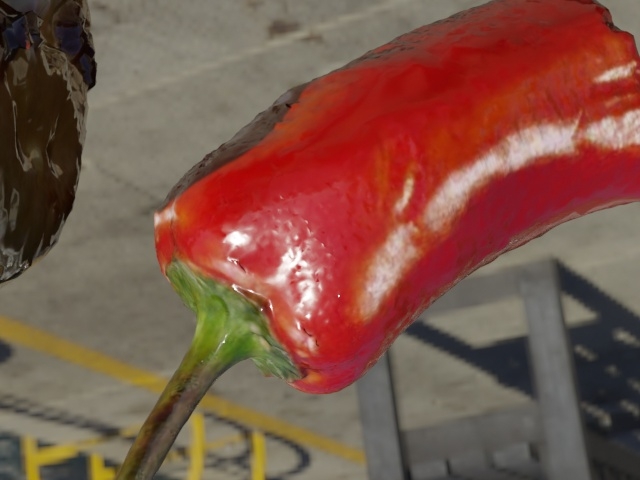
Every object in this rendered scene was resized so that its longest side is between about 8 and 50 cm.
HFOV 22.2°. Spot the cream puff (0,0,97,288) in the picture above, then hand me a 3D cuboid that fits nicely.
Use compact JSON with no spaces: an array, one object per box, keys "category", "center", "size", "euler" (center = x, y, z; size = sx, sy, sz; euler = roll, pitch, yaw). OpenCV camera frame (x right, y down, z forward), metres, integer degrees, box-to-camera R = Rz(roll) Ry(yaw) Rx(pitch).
[{"category":"cream puff","center":[-0.163,-0.078,0.554],"size":[0.164,0.240,0.240],"euler":[-9,159,3]}]

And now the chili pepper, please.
[{"category":"chili pepper","center":[-0.003,-0.004,0.753],"size":[0.338,0.134,0.131],"euler":[-31,127,-20]}]
